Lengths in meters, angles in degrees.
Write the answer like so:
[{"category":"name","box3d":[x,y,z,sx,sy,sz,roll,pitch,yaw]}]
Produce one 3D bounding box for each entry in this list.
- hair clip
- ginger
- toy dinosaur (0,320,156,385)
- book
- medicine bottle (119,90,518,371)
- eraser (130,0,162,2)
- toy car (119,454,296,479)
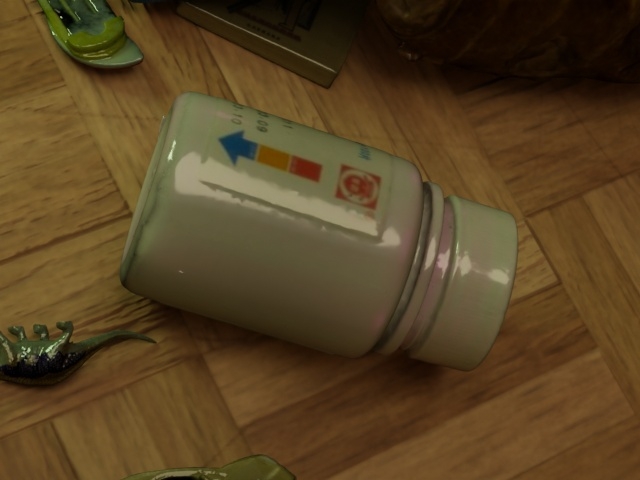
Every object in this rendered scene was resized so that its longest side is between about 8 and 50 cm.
[{"category":"hair clip","box3d":[-0.223,-0.221,1.240,0.060,0.033,0.188,-26,80,-23]},{"category":"ginger","box3d":[0.232,-0.258,1.327,0.418,0.176,0.254,-3,56,-18]},{"category":"toy dinosaur","box3d":[-0.216,0.083,1.110,0.180,0.037,0.058,-16,97,-16]},{"category":"book","box3d":[-0.019,-0.267,1.329,0.161,0.026,0.231,25,62,-6]},{"category":"medicine bottle","box3d":[0.000,0.000,1.137,0.292,0.170,0.170,17,63,-9]},{"category":"eraser","box3d":[-0.023,-0.288,1.234,0.311,0.043,0.144,-6,59,17]},{"category":"toy car","box3d":[-0.133,0.239,1.031,0.124,0.101,0.257,41,63,7]}]
